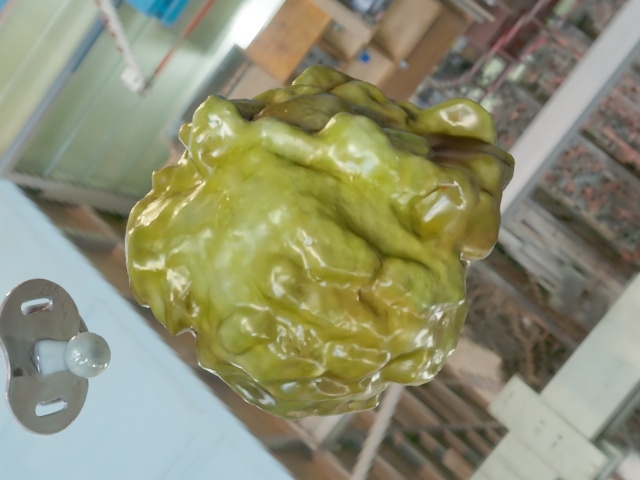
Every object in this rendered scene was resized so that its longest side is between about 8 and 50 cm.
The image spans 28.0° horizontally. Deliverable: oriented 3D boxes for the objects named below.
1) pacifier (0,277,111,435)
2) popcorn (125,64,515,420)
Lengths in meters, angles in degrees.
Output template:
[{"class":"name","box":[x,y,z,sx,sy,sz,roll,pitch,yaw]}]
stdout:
[{"class":"pacifier","box":[-0.160,0.071,0.806,0.078,0.099,0.081,-7,-177,37]},{"class":"popcorn","box":[-0.001,-0.005,0.649,0.197,0.156,0.198,11,-143,-8]}]
